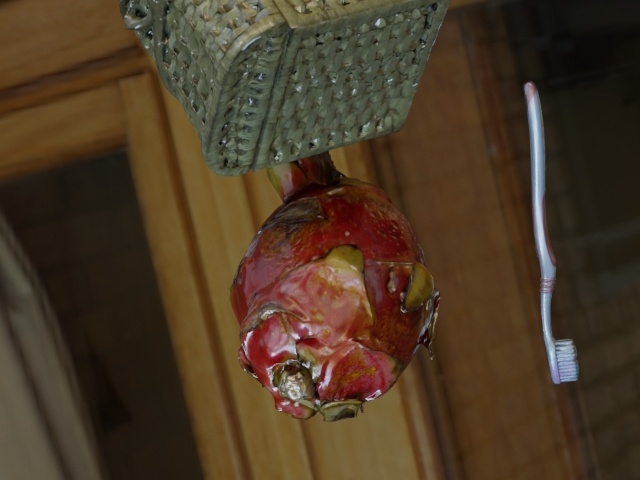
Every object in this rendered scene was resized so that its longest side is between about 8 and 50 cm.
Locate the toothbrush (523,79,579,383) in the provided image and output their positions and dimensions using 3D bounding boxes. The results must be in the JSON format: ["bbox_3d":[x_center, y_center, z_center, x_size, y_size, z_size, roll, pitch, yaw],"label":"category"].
[{"bbox_3d":[0.135,-0.002,0.846,0.019,0.193,0.013,-6,-161,12],"label":"toothbrush"}]

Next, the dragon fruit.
[{"bbox_3d":[0.000,0.000,0.887,0.125,0.246,0.125,-37,141,25],"label":"dragon fruit"}]

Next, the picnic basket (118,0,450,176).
[{"bbox_3d":[-0.046,-0.157,0.846,0.154,0.196,0.134,-20,152,-26],"label":"picnic basket"}]
